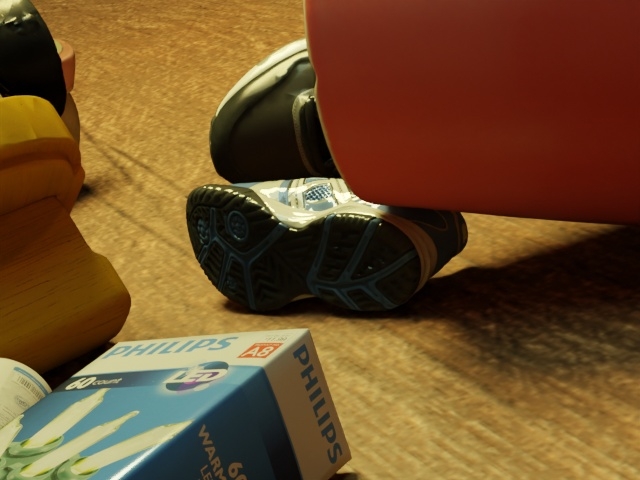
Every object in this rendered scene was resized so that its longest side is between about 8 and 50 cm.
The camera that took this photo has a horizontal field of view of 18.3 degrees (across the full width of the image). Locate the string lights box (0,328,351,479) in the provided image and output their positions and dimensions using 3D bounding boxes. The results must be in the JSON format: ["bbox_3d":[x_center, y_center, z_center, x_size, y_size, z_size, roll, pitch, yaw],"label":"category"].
[{"bbox_3d":[-0.113,0.133,0.917,0.133,0.077,0.260,-7,20,37],"label":"string lights box"}]

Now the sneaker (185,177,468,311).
[{"bbox_3d":[0.000,0.000,1.248,0.211,0.080,0.081,12,26,41],"label":"sneaker"}]

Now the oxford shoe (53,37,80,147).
[{"bbox_3d":[-0.399,-0.077,1.678,0.397,0.146,0.140,-5,23,2],"label":"oxford shoe"}]

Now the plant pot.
[{"bbox_3d":[0.133,-0.126,1.129,0.243,0.275,0.275,-6,20,17],"label":"plant pot"}]

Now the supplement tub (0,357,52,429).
[{"bbox_3d":[-0.185,0.113,1.066,0.071,0.071,0.107,-14,17,11],"label":"supplement tub"}]

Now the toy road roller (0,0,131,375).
[{"bbox_3d":[-0.257,0.016,1.309,0.202,0.240,0.329,-23,-19,-29],"label":"toy road roller"}]

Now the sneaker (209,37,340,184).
[{"bbox_3d":[0.054,-0.098,1.446,0.283,0.107,0.124,-17,23,2],"label":"sneaker"}]
